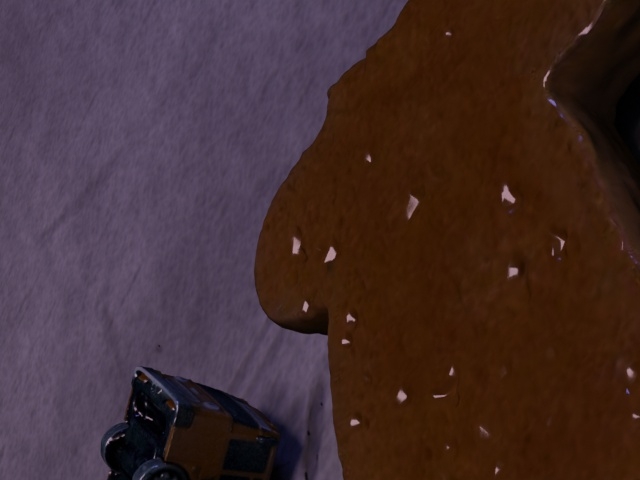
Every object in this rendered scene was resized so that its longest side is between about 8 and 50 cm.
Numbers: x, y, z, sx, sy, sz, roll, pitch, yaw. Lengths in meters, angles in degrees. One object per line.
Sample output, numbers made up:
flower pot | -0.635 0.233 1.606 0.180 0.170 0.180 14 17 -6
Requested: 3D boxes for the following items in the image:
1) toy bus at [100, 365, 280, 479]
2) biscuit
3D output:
toy bus | -0.094 0.183 1.056 0.091 0.103 0.182 29 105 60
biscuit | 0.103 0.023 0.848 0.368 0.076 0.394 -48 40 36
